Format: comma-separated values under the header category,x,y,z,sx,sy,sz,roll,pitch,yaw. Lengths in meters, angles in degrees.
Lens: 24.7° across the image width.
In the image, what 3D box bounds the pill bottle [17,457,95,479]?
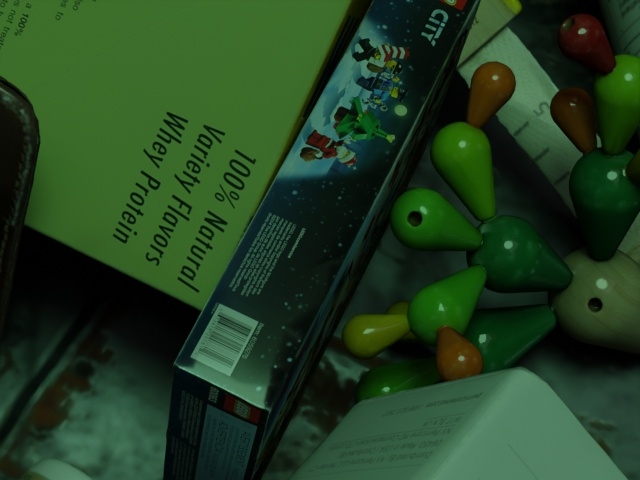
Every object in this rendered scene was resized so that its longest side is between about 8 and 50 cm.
category,x,y,z,sx,sy,sz,roll,pitch,yaw
pill bottle,-0.141,0.180,0.602,0.094,0.094,0.169,40,65,11

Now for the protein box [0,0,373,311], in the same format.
category,x,y,z,sx,sy,sz,roll,pitch,yaw
protein box,-0.088,-0.105,0.679,0.201,0.136,0.200,26,99,4

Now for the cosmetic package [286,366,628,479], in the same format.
category,x,y,z,sx,sy,sz,roll,pitch,yaw
cosmetic package,-0.007,0.254,0.525,0.217,0.156,0.385,46,64,-9

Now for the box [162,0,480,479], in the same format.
category,x,y,z,sx,sy,sz,roll,pitch,yaw
box,0.000,0.000,0.677,0.044,0.159,0.233,25,63,5

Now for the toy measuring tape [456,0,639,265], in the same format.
category,x,y,z,sx,sy,sz,roll,pitch,yaw
toy measuring tape,0.076,-0.121,0.793,0.330,0.121,0.121,48,65,-6

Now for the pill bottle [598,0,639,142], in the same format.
category,x,y,z,sx,sy,sz,roll,pitch,yaw
pill bottle,0.230,-0.123,0.766,0.160,0.160,0.283,-9,75,-13

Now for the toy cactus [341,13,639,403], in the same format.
category,x,y,z,sx,sy,sz,roll,pitch,yaw
toy cactus,0.113,0.015,0.700,0.180,0.112,0.219,24,100,-33

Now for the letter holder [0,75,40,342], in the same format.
category,x,y,z,sx,sy,sz,roll,pitch,yaw
letter holder,-0.287,-0.004,0.578,0.301,0.214,0.152,22,37,2
